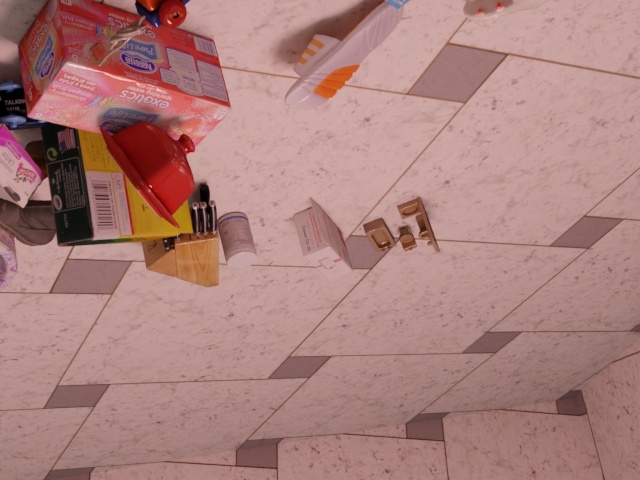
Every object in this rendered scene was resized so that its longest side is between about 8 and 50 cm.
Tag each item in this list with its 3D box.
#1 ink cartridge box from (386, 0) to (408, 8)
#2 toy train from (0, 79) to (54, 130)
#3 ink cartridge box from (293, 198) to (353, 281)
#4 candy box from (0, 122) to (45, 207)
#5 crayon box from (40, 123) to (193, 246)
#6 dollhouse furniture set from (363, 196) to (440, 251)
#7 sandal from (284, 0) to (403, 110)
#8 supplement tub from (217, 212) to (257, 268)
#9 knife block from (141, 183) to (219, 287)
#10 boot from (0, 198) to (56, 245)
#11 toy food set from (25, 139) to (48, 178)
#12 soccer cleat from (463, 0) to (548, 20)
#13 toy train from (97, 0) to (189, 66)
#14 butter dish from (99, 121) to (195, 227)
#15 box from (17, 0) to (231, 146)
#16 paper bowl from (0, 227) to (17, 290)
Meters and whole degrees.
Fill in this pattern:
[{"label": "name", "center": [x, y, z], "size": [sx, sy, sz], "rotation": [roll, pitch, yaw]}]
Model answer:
[{"label": "ink cartridge box", "center": [0.102, -0.451, 1.555], "size": [0.104, 0.062, 0.181], "rotation": [-33, 146, 28]}, {"label": "toy train", "center": [-0.494, -0.219, 1.623], "size": [0.184, 0.080, 0.105], "rotation": [-5, 175, 6]}, {"label": "ink cartridge box", "center": [0.000, 0.000, 2.239], "size": [0.067, 0.115, 0.198], "rotation": [-23, 150, 12]}, {"label": "candy box", "center": [-0.578, -0.155, 1.584], "size": [0.233, 0.071, 0.159], "rotation": [23, 159, 20]}, {"label": "crayon box", "center": [-0.347, -0.097, 1.729], "size": [0.081, 0.202, 0.318], "rotation": [-10, 177, 23]}, {"label": "dollhouse furniture set", "center": [0.197, 0.005, 2.339], "size": [0.151, 0.123, 0.144], "rotation": [-21, 151, 9]}, {"label": "sandal", "center": [0.031, -0.336, 1.724], "size": [0.265, 0.076, 0.102], "rotation": [-43, 156, 5]}, {"label": "supplement tub", "center": [-0.182, 0.000, 2.153], "size": [0.071, 0.107, 0.071], "rotation": [-12, 151, -7]}, {"label": "knife block", "center": [-0.254, -0.014, 2.112], "size": [0.242, 0.088, 0.275], "rotation": [-32, 147, 28]}, {"label": "boot", "center": [-0.474, -0.036, 1.802], "size": [0.208, 0.076, 0.189], "rotation": [-4, 168, 21]}, {"label": "toy food set", "center": [-0.438, -0.128, 1.764], "size": [0.104, 0.111, 0.232], "rotation": [-1, 166, 27]}, {"label": "soccer cleat", "center": [0.346, -0.425, 1.725], "size": [0.196, 0.068, 0.076], "rotation": [-24, 154, 7]}, {"label": "toy train", "center": [-0.257, -0.373, 1.405], "size": [0.248, 0.105, 0.143], "rotation": [-42, 138, -6]}, {"label": "butter dish", "center": [-0.253, -0.126, 1.574], "size": [0.118, 0.160, 0.160], "rotation": [-37, 154, -4]}, {"label": "box", "center": [-0.312, -0.261, 1.585], "size": [0.299, 0.154, 0.142], "rotation": [10, 142, -40]}, {"label": "paper bowl", "center": [-0.720, 0.006, 1.849], "size": [0.284, 0.148, 0.284], "rotation": [-12, 150, -7]}]
